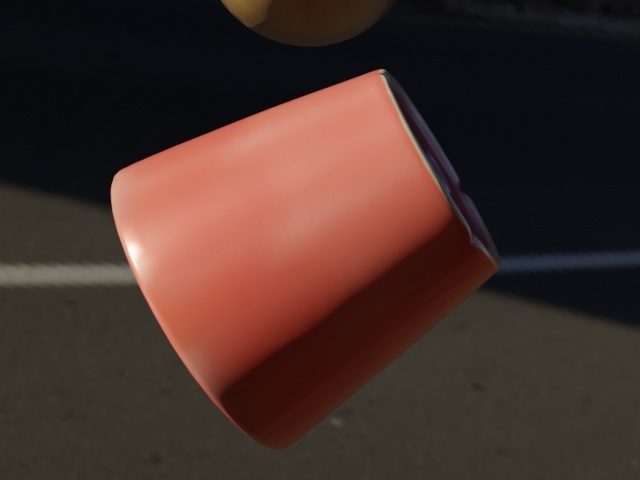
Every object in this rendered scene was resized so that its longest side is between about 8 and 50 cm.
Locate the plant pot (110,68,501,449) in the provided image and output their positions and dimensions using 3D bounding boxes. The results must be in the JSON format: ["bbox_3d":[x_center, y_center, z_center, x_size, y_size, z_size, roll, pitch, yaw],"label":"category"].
[{"bbox_3d":[0.000,0.000,1.369,0.275,0.243,0.275,57,9,-14],"label":"plant pot"}]

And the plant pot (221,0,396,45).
[{"bbox_3d":[-0.004,-0.324,1.667,0.237,0.237,0.254,19,2,-5],"label":"plant pot"}]
